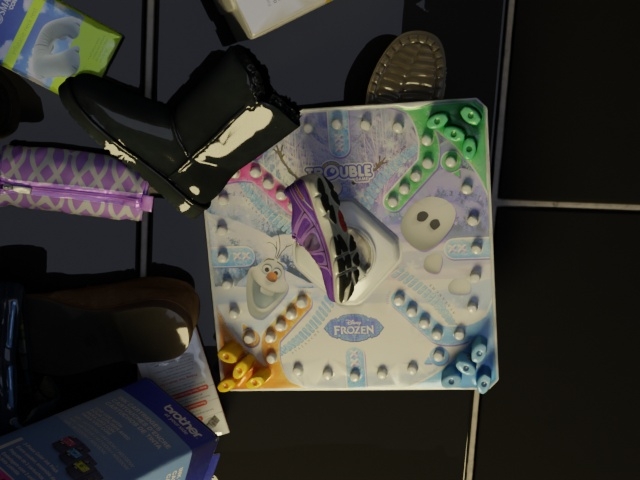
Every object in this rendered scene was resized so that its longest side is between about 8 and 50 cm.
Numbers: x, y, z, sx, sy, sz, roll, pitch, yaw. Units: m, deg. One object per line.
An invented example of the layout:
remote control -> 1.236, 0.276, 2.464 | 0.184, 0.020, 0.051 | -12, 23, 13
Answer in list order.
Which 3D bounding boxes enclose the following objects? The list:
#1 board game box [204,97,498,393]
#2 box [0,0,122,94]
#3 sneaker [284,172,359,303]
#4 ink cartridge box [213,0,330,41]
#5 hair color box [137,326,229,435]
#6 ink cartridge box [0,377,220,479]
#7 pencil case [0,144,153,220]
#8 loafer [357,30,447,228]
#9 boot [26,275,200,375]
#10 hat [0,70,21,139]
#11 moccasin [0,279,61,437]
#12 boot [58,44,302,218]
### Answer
board game box -> 0.032, 0.019, 1.275 | 0.389, 0.050, 0.390 | -2, 101, 12
box -> -0.357, -0.258, 1.227 | 0.178, 0.042, 0.109 | 26, 95, -15
sneaker -> 0.000, 0.000, 1.228 | 0.071, 0.068, 0.170 | -17, 89, 29
ink cartridge box -> -0.022, -0.392, 1.183 | 0.270, 0.198, 0.197 | -29, 104, -5
hair color box -> -0.195, 0.199, 1.334 | 0.093, 0.053, 0.167 | -17, 101, -7
ink cartridge box -> -0.296, 0.345, 1.189 | 0.151, 0.395, 0.270 | 34, 118, 24
pencil case -> -0.321, -0.074, 1.244 | 0.206, 0.088, 0.086 | 4, 101, -12
loafer -> 0.106, -0.150, 1.300 | 0.101, 0.092, 0.269 | 15, 103, 5
boot -> -0.308, 0.104, 1.282 | 0.305, 0.115, 0.112 | -1, 115, 8
hat -> -0.525, -0.121, 1.120 | 0.331, 0.331, 0.134 | 7, 120, -11
moccasin -> -0.384, 0.212, 1.210 | 0.116, 0.138, 0.342 | -11, 117, -6
boot -> -0.169, -0.172, 1.189 | 0.246, 0.094, 0.207 | 42, 108, -14
